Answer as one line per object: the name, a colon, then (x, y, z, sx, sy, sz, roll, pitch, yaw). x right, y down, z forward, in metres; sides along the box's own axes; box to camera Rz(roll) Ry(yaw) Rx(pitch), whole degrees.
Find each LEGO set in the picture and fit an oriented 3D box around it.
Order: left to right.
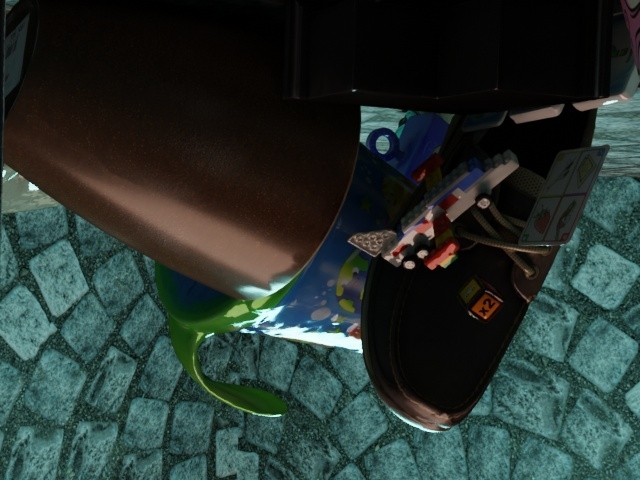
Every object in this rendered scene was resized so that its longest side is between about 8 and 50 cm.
LEGO set: (0.123, -0.060, 0.713, 0.060, 0.244, 0.182, 34, 163, -25)

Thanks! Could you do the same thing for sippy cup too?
sippy cup: (0.000, 0.000, 0.941, 0.224, 0.240, 0.305, 23, 127, -34)

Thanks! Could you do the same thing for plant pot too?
plant pot: (-0.126, -0.087, 0.746, 0.230, 0.216, 0.215, 19, 171, -34)

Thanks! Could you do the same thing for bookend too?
bookend: (0.077, -0.128, 0.656, 0.157, 0.072, 0.156, 1, -178, -26)

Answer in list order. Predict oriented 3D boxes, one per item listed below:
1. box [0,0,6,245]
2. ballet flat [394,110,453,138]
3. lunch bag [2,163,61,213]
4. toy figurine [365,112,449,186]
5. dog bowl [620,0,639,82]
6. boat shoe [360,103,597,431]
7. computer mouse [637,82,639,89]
box: (-0.466, -0.030, 0.392, 0.471, 0.298, 0.480, 1, 180, 24)
ballet flat: (0.142, -0.151, 1.310, 0.070, 0.070, 0.188, 2, -177, -7)
lunch bag: (-0.341, -0.100, 0.927, 0.287, 0.169, 0.235, 8, -176, 36)
toy figurine: (0.113, -0.044, 1.161, 0.217, 0.363, 0.191, 31, 174, -29)
dog bowl: (0.335, -0.079, 0.449, 0.407, 0.151, 0.408, 1, -179, 0)
boat shoe: (0.133, -0.021, 0.813, 0.132, 0.356, 0.130, 24, 154, -6)
computer mouse: (0.211, -0.146, 0.965, 0.242, 0.041, 0.071, 2, 180, 23)
